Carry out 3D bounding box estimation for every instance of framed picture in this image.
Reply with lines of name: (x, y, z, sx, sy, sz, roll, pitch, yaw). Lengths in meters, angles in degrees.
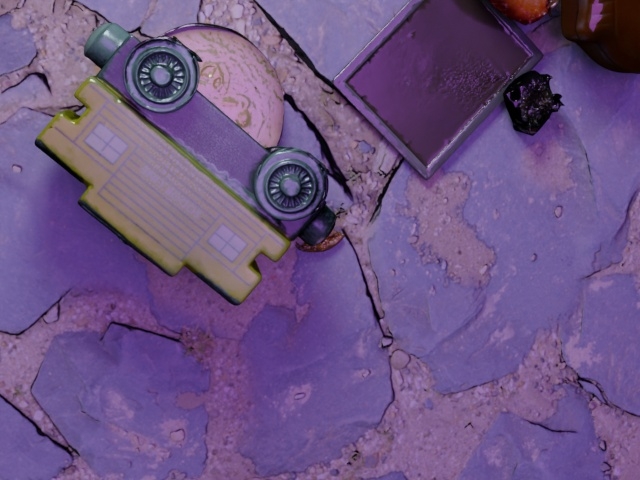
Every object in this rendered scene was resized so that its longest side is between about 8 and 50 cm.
framed picture: (0.194, -0.281, 1.599, 0.296, 0.019, 0.232, -46, 103, -5)

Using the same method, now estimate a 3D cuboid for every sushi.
sushi: (0.349, -0.234, 1.613, 0.085, 0.056, 0.083, -40, 116, -8)

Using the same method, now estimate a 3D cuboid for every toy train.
toy train: (-0.194, -0.099, 1.399, 0.442, 0.179, 0.272, 40, 91, -12)

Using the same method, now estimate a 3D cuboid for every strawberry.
strawberry: (0.302, -0.416, 1.568, 0.187, 0.082, 0.146, 9, 73, -27)

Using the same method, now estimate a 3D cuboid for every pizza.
pizza: (0.000, 0.000, 1.578, 0.083, 0.016, 0.037, -14, 92, -11)

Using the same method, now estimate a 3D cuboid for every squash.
squash: (-0.182, -0.207, 1.502, 0.252, 0.049, 0.252, -1, 94, -12)

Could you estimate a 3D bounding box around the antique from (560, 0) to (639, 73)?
antique: (0.510, -0.385, 1.594, 0.278, 0.129, 0.223, -13, 105, -23)
